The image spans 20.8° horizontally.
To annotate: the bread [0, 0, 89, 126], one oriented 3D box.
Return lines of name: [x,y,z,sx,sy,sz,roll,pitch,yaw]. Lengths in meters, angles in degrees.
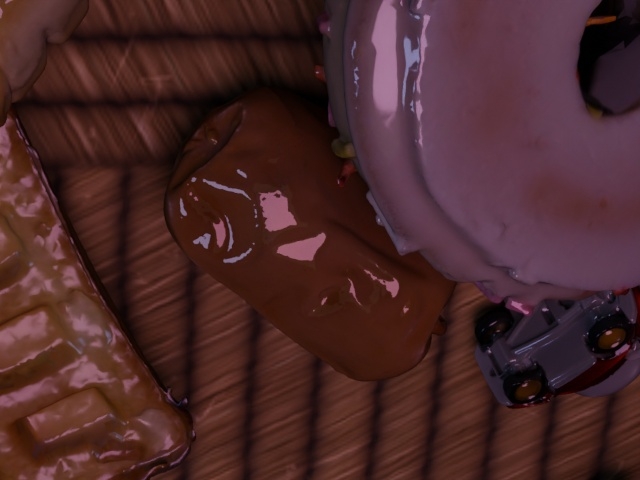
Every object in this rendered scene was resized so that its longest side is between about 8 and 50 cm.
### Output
bread: [-0.192,-0.214,1.061,0.173,0.121,0.311,39,86,-31]

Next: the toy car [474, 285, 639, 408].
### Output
toy car: [0.197,0.076,1.333,0.139,0.112,0.112,-43,134,19]

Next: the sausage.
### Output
sausage: [0.000,0.000,1.228,0.136,0.120,0.241,-40,117,12]

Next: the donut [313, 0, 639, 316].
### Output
donut: [0.163,-0.143,1.156,0.383,0.142,0.382,-11,113,-27]

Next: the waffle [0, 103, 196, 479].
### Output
waffle: [-0.284,0.070,1.216,0.304,0.077,0.348,-26,118,-2]
